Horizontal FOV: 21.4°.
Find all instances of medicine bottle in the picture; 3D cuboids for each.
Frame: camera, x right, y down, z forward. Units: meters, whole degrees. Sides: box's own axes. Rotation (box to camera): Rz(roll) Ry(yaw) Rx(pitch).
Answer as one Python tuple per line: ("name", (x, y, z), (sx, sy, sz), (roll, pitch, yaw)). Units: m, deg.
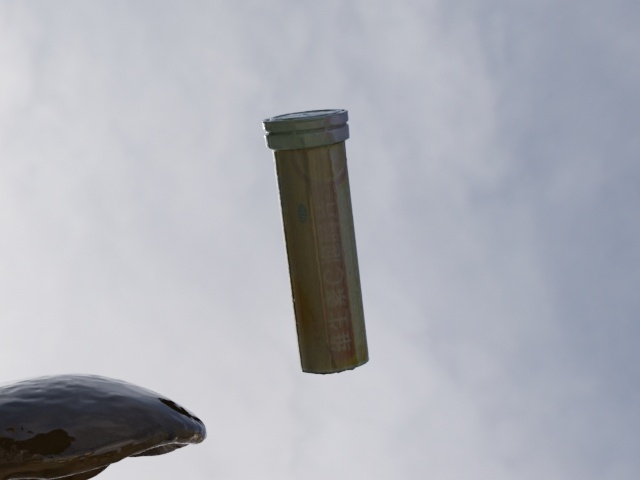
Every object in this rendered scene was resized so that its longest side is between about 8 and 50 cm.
("medicine bottle", (0.000, 0.000, 1.435), (0.074, 0.074, 0.218), (0, -78, 34))

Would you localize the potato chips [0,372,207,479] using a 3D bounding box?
("potato chips", (-0.161, 0.102, 0.863), (0.195, 0.208, 0.061), (153, -73, -66))
